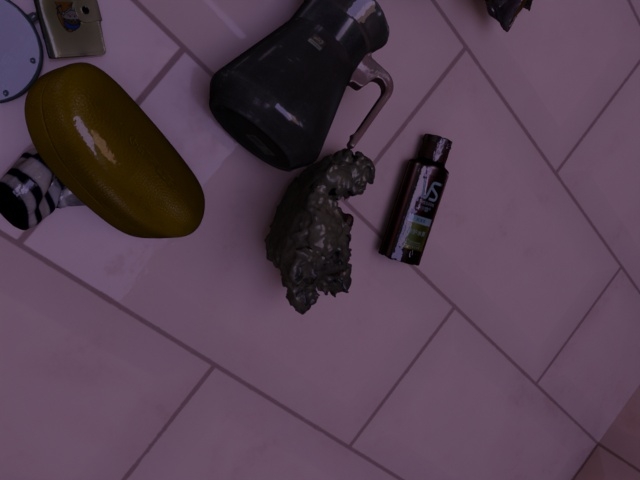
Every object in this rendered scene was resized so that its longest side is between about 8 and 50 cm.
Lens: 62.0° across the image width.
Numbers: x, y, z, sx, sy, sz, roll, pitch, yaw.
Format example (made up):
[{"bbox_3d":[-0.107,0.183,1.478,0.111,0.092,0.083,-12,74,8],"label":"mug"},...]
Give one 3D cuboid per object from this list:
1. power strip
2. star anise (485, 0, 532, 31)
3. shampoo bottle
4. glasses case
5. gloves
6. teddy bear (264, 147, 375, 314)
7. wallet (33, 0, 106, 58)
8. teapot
[{"bbox_3d":[-0.552,-0.330,0.921,0.137,0.044,0.216,32,89,-30],"label":"power strip"},{"bbox_3d":[0.446,-0.660,1.229,0.331,0.117,0.332,-32,128,-52],"label":"star anise"},{"bbox_3d":[0.248,-0.103,1.347,0.129,0.084,0.323,15,97,-31],"label":"shampoo bottle"},{"bbox_3d":[-0.342,-0.131,0.945,0.371,0.141,0.173,55,44,-45],"label":"glasses case"},{"bbox_3d":[-0.478,-0.122,0.982,0.219,0.131,0.140,-57,137,-43],"label":"gloves"},{"bbox_3d":[0.000,0.000,1.100,0.224,0.368,0.358,10,109,-8],"label":"teddy bear"},{"bbox_3d":[-0.447,-0.406,0.942,0.110,0.039,0.155,-23,115,-42],"label":"wallet"},{"bbox_3d":[-0.019,-0.319,1.065,0.300,0.253,0.344,38,81,-15],"label":"teapot"}]
